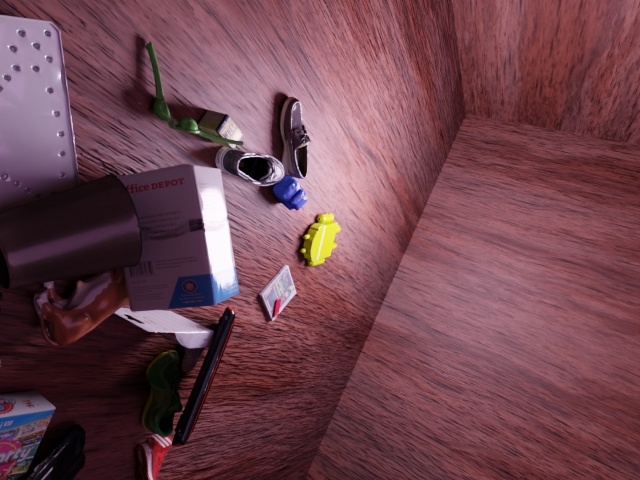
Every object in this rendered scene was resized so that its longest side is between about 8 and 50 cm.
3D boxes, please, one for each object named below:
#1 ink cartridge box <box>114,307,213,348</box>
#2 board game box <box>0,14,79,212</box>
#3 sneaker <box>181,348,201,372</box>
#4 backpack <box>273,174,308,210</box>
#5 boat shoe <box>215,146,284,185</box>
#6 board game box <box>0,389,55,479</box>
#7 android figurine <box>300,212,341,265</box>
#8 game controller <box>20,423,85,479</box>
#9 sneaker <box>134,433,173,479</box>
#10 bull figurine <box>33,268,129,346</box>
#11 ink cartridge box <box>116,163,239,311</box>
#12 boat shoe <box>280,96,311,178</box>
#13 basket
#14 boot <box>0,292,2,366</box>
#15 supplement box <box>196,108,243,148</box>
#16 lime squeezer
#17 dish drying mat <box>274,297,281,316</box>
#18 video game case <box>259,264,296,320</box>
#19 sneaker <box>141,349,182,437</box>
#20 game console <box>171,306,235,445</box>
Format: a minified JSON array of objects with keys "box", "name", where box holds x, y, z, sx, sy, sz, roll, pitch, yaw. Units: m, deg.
[{"box":[-0.435,0.236,1.096,0.232,0.189,0.066,16,90,-62],"name":"ink cartridge box"},{"box":[-0.612,-0.163,0.659,0.390,0.050,0.389,-27,131,-52],"name":"board game box"},{"box":[-0.430,0.362,1.337,0.134,0.051,0.070,-65,150,-13],"name":"sneaker"},{"box":[-0.104,-0.173,1.468,0.098,0.101,0.120,-51,151,-9],"name":"backpack"},{"box":[-0.191,-0.227,1.293,0.301,0.102,0.108,8,102,-61],"name":"boat shoe"},{"box":[-0.735,0.475,0.834,0.224,0.098,0.303,29,83,-63],"name":"board game box"},{"box":[0.000,0.000,1.832,0.273,0.056,0.248,-16,123,-57],"name":"android figurine"},{"box":[-0.660,0.585,0.946,0.319,0.067,0.166,-74,173,-73],"name":"game controller"},{"box":[-0.540,0.737,1.364,0.128,0.087,0.221,-23,129,-52],"name":"sneaker"},{"box":[-0.513,0.108,0.966,0.310,0.101,0.188,-50,140,-42],"name":"bull figurine"},{"box":[-0.334,-0.005,0.947,0.129,0.223,0.307,-21,104,-73],"name":"ink cartridge box"},{"box":[-0.079,-0.347,1.416,0.103,0.093,0.285,-37,140,-47],"name":"boat shoe"},{"box":[-0.489,-0.005,0.779,0.227,0.154,0.204,-26,124,-48],"name":"basket"},{"box":[-0.697,0.196,0.721,0.236,0.085,0.178,-20,128,-55],"name":"boot"},{"box":[-0.274,-0.304,1.115,0.056,0.083,0.083,-62,151,-12],"name":"supplement box"},{"box":[-0.331,-0.313,0.998,0.310,0.059,0.109,46,73,-33],"name":"lime squeezer"},{"box":[-0.180,0.281,1.714,0.032,0.008,0.083,-18,125,-55],"name":"dish drying mat"},{"box":[-0.175,0.222,1.714,0.173,0.022,0.190,-50,147,-31],"name":"video game case"},{"box":[-0.470,0.472,1.262,0.109,0.124,0.295,-14,120,-57],"name":"sneaker"},{"box":[-0.356,0.407,1.258,0.342,0.060,0.386,123,-14,-68],"name":"game console"}]
